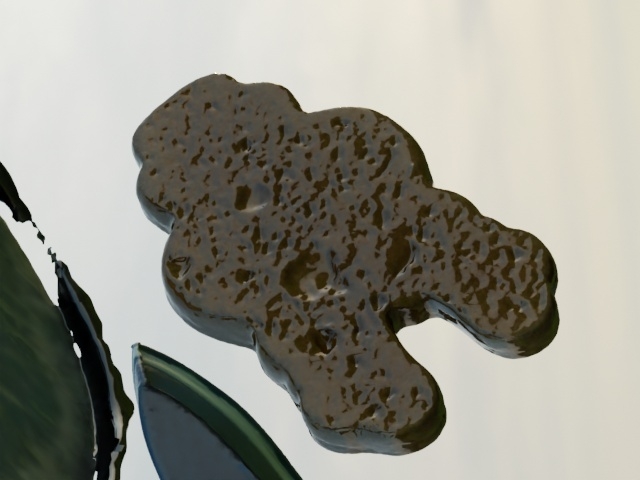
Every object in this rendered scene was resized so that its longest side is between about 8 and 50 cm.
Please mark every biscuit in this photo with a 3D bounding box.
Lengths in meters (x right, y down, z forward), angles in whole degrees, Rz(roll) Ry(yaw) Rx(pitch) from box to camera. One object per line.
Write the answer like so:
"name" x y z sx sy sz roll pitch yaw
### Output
"biscuit" 0.001 0.002 1.141 0.295 0.186 0.044 45 164 32

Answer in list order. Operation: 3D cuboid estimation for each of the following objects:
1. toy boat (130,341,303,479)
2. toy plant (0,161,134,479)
"toy boat" -0.068 0.209 1.519 0.299 0.096 0.062 56 -167 -8
"toy plant" -0.258 0.094 0.677 0.247 0.332 0.247 44 -160 -21
